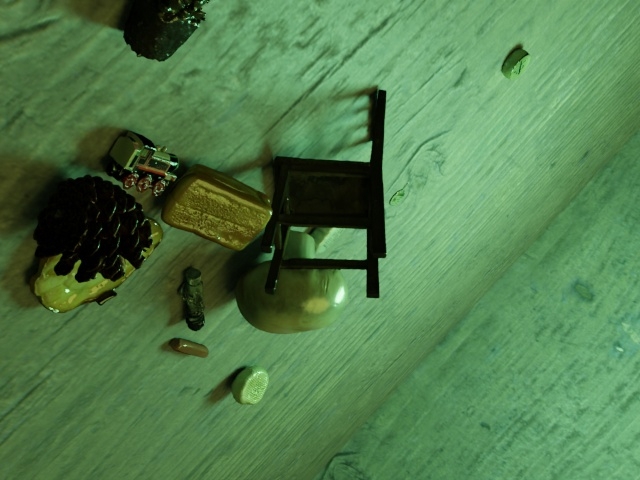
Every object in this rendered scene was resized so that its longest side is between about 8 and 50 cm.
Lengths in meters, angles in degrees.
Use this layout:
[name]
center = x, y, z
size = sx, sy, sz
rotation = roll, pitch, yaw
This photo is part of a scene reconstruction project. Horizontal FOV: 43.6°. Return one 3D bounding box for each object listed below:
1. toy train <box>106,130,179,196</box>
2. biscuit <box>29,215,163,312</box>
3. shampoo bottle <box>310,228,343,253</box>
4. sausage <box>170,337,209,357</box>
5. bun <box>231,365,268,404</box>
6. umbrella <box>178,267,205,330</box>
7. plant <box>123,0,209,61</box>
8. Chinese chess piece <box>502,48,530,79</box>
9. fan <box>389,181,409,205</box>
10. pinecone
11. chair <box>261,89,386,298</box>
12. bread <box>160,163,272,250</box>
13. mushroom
[toy train]
center = -0.282, -0.122, 1.288
size = 0.087, 0.050, 0.138
rotation = -56, 155, 10
[biscuit]
center = -0.380, 0.030, 1.375
size = 0.260, 0.041, 0.203
rotation = -28, 145, -39
[shampoo bottle]
center = 0.000, 0.000, 1.936
size = 0.152, 0.045, 0.077
rotation = -50, 158, 2
[sausage]
center = -0.298, 0.249, 1.842
size = 0.035, 0.030, 0.147
rotation = -48, 156, 4
[bun]
center = -0.196, 0.390, 2.178
size = 0.115, 0.069, 0.115
rotation = -25, 127, -39
[umbrella]
center = -0.269, 0.129, 1.691
size = 0.050, 0.046, 0.188
rotation = -29, 151, -26
[plant]
center = -0.206, -0.312, 1.078
size = 0.092, 0.094, 0.143
rotation = 4, 130, -47
[Chinese chess piece]
center = 0.513, -0.460, 2.092
size = 0.084, 0.034, 0.084
rotation = -37, 155, -21
[fan]
center = 0.209, -0.122, 2.144
size = 0.060, 0.003, 0.080
rotation = -28, 150, -37
[pinecone]
center = -0.333, -0.009, 1.222
size = 0.163, 0.163, 0.165
rotation = -51, 142, 9
[chair]
center = 0.014, -0.108, 1.663
size = 0.241, 0.416, 0.203
rotation = 1, 147, 2
[bread]
center = -0.189, -0.061, 1.450
size = 0.200, 0.077, 0.116
rotation = 23, 121, -39
[mushroom]
center = -0.066, 0.087, 1.786
size = 0.260, 0.234, 0.254
rotation = -4, 166, 13
